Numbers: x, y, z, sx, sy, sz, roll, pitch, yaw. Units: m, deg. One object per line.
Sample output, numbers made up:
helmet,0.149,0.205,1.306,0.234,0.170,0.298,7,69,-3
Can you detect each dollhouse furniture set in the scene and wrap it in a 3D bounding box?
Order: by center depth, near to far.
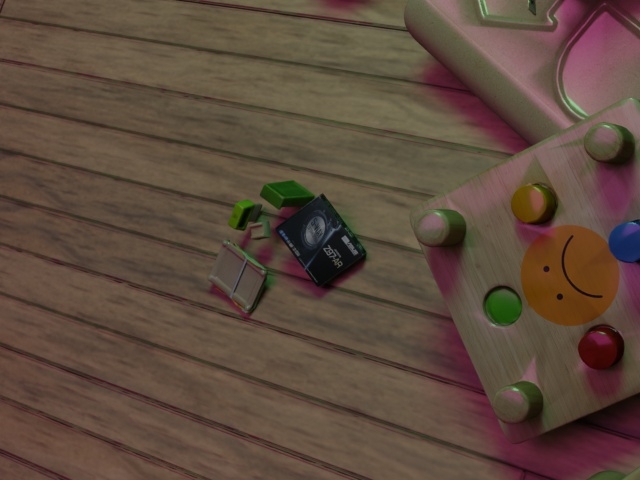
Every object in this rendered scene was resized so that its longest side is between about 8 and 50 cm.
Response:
dollhouse furniture set,-0.068,0.002,1.609,0.076,0.058,0.151,36,114,29

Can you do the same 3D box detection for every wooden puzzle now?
wooden puzzle,0.294,-0.259,1.403,0.322,0.080,0.348,47,111,26

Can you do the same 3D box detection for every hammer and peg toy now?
hammer and peg toy,0.266,0.077,1.291,0.266,0.127,0.361,-28,79,22

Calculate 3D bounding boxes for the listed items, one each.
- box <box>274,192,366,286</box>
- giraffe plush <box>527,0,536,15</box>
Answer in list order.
box,0.000,0.000,1.542,0.067,0.018,0.083,-35,92,18
giraffe plush,0.280,-0.318,1.281,0.170,0.181,0.210,1,96,25
